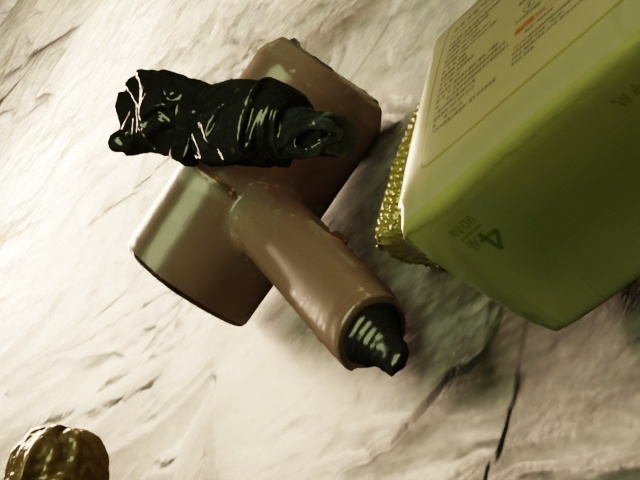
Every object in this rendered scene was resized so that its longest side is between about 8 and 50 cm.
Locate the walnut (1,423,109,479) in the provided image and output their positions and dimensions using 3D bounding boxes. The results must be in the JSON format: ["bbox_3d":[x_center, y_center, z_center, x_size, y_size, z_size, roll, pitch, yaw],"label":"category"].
[{"bbox_3d":[-0.198,0.184,1.407,0.079,0.082,0.096,5,70,34],"label":"walnut"}]

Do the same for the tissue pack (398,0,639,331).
[{"bbox_3d":[0.158,-0.086,0.909,0.234,0.125,0.159,-41,26,41],"label":"tissue pack"}]

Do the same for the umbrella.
[{"bbox_3d":[-0.060,-0.079,1.234,0.235,0.059,0.066,8,90,53],"label":"umbrella"}]

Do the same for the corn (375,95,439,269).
[{"bbox_3d":[0.088,-0.062,1.128,0.085,0.063,0.165,12,73,43],"label":"corn"}]

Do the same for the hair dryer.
[{"bbox_3d":[0.000,0.000,1.225,0.189,0.106,0.344,-54,30,6],"label":"hair dryer"}]
